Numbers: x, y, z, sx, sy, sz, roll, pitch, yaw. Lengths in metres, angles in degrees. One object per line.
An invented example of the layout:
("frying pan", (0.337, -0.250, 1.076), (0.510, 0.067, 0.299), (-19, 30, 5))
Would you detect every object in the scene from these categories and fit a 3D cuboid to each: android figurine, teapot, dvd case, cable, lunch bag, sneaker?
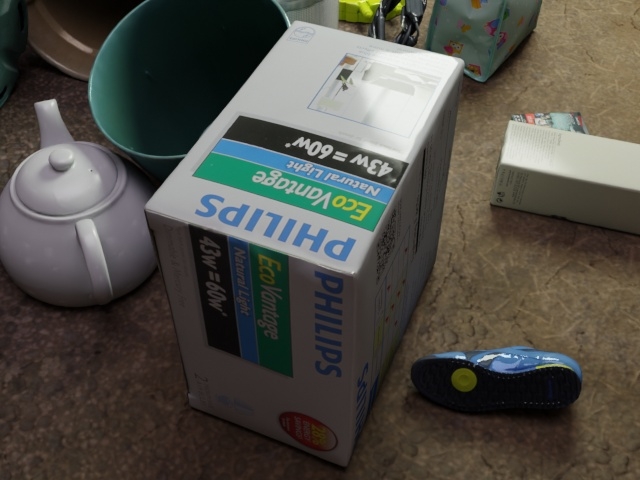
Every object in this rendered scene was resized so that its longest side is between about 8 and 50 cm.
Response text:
("android figurine", (0.078, -0.520, 1.660), (0.248, 0.056, 0.272), (-12, 48, -12))
("teapot", (-0.332, -0.043, 1.133), (0.256, 0.187, 0.252), (18, 51, 14))
("dvd case", (0.387, -0.181, 1.388), (0.120, 0.013, 0.087), (-4, 48, -3))
("cable", (0.132, -0.380, 1.484), (0.047, 0.150, 0.184), (22, 43, -23))
("lunch bag", (0.302, -0.454, 1.465), (0.160, 0.262, 0.223), (27, 54, 21))
("sneaker", (0.220, 0.168, 1.047), (0.209, 0.069, 0.082), (0, 15, 10))

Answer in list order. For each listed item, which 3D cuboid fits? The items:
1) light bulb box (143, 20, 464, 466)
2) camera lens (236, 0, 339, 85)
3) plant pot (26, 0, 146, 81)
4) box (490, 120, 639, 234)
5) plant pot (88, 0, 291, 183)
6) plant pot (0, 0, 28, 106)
("light bulb box", (0.000, 0.000, 0.987), (0.225, 0.357, 0.361), (17, 48, 16))
("camera lens", (-0.080, -0.358, 1.361), (0.220, 0.274, 0.219), (0, 48, 0))
("plant pot", (-0.353, -0.496, 1.481), (0.334, 0.333, 0.305), (14, 38, 11))
("box", (0.405, -0.092, 1.254), (0.275, 0.094, 0.113), (14, 50, 10))
("plant pot", (-0.147, -0.187, 1.203), (0.293, 0.235, 0.293), (-6, 64, 13))
("plant pot", (-0.681, -0.354, 1.332), (0.334, 0.341, 0.341), (16, 49, 3))
